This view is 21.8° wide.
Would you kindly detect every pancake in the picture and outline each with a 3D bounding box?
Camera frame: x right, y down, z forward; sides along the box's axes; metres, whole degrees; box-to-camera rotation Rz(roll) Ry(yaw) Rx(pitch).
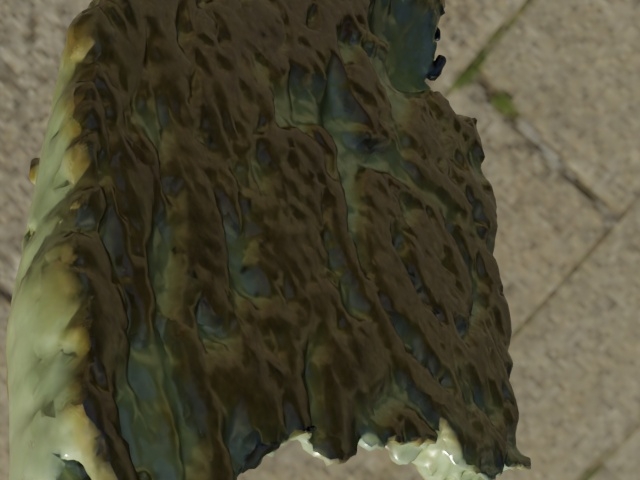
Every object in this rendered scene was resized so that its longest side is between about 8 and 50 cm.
[{"bbox_3d":[-0.005,0.001,0.496,0.054,0.197,0.376,-30,-166,30],"label":"pancake"}]
